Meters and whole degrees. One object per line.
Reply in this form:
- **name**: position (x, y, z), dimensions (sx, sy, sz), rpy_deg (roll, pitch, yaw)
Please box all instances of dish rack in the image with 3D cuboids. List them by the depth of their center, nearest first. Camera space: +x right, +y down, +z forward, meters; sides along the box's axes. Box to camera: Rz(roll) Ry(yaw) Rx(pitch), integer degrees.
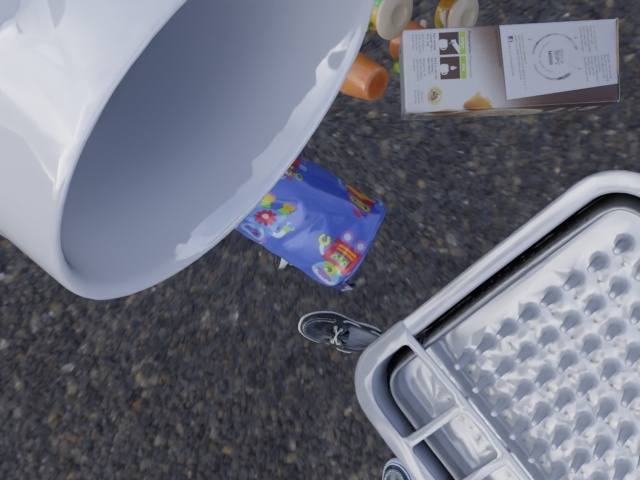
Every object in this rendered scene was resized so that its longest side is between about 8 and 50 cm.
- **dish rack**: position (0.216, 0.127, 0.766), dimensions (0.285, 0.072, 0.333), rpy_deg (52, 124, 8)

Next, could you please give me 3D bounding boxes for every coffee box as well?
- **coffee box**: position (0.221, -0.203, 1.156), dimensions (0.247, 0.141, 0.098), rpy_deg (-3, 94, 3)

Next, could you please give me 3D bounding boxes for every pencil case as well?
- **pencil case**: position (-0.074, -0.057, 1.129), dimensions (0.306, 0.119, 0.133), rpy_deg (29, 130, -14)

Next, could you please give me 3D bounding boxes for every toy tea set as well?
- **toy tea set**: position (0.128, -0.385, 1.626), dimensions (0.336, 0.124, 0.200), rpy_deg (-40, 141, -25)

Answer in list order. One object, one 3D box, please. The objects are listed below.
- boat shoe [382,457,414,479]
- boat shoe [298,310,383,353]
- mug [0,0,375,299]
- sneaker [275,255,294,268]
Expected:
- **boat shoe**: position (0.116, 0.448, 1.533), dimensions (0.065, 0.083, 0.183), rpy_deg (3, 102, 33)
- **boat shoe**: position (0.032, 0.128, 1.281), dimensions (0.125, 0.038, 0.046), rpy_deg (18, 100, -20)
- **mug**: position (-0.189, -0.168, 0.552), dimensions (0.328, 0.374, 0.276), rpy_deg (38, 101, 14)
- **sneaker**: position (0.000, 0.000, 1.542), dimensions (0.124, 0.283, 0.107), rpy_deg (13, 80, -4)
